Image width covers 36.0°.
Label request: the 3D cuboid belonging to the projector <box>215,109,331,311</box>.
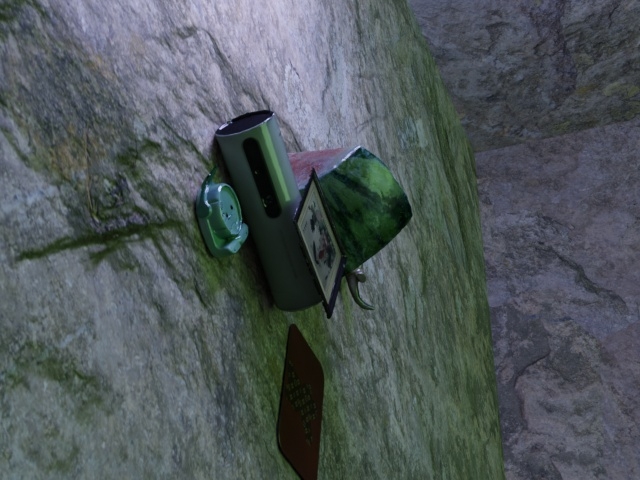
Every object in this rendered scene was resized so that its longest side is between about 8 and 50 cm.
[{"bbox_3d":[-0.077,-0.047,1.676,0.108,0.108,0.337,-63,138,-62],"label":"projector"}]

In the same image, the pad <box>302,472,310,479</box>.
[{"bbox_3d":[-0.016,0.523,1.688,0.143,0.003,0.211,-35,112,-71],"label":"pad"}]

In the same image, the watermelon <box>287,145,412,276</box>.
[{"bbox_3d":[0.022,-0.064,1.880,0.213,0.261,0.201,62,-4,-33],"label":"watermelon"}]

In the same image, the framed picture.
[{"bbox_3d":[0.000,0.000,1.691,0.195,0.010,0.199,-73,147,-58],"label":"framed picture"}]

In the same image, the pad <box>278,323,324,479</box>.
[{"bbox_3d":[-0.031,0.295,1.770,0.181,0.004,0.267,61,24,-43],"label":"pad"}]

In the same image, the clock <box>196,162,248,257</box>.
[{"bbox_3d":[-0.158,-0.047,1.533,0.101,0.041,0.135,-64,140,-61],"label":"clock"}]

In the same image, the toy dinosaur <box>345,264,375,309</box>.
[{"bbox_3d":[0.065,0.022,2.136,0.188,0.075,0.248,-68,138,-71],"label":"toy dinosaur"}]
